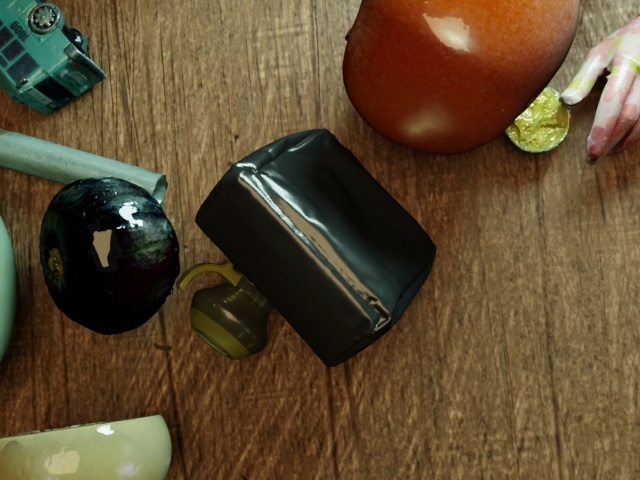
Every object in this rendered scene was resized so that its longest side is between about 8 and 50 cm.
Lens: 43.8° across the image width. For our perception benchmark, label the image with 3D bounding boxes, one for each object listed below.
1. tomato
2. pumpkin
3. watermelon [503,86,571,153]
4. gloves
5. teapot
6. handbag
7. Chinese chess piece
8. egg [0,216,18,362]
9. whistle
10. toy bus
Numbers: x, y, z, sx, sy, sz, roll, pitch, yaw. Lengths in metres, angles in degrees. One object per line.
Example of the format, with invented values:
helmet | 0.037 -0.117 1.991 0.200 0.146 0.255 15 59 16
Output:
tomato | 0.190 -0.268 1.084 0.273 0.341 0.341 31 86 14
pumpkin | -0.307 0.022 1.142 0.163 0.233 0.233 -14 81 -41
watermelon | 0.320 -0.180 1.206 0.105 0.062 0.105 0 86 -5
gloves | 0.451 -0.221 1.167 0.145 0.126 0.241 39 60 -20
teapot | -0.134 0.093 1.163 0.165 0.130 0.119 47 70 -28
handbag | -0.002 0.002 1.151 0.302 0.275 0.178 46 121 2
Chinese chess piece | -0.331 0.302 1.095 0.251 0.251 0.097 -8 79 2
egg | -0.576 0.051 1.123 0.276 0.276 0.389 -18 86 1
whistle | -0.393 -0.115 1.240 0.312 0.062 0.062 16 85 5
toy bus | -0.467 -0.324 1.234 0.147 0.128 0.256 -40 81 0
